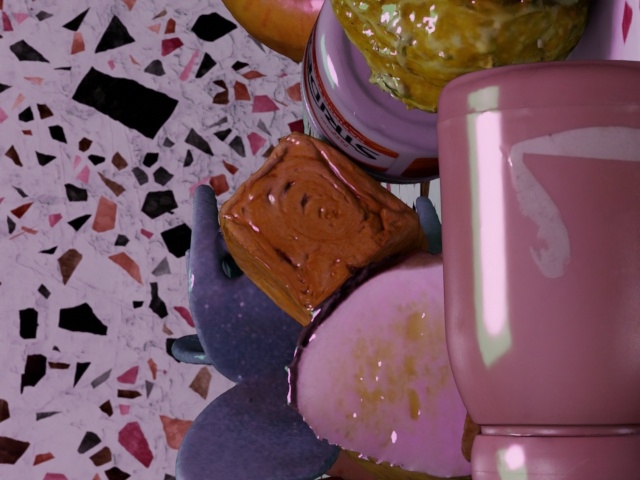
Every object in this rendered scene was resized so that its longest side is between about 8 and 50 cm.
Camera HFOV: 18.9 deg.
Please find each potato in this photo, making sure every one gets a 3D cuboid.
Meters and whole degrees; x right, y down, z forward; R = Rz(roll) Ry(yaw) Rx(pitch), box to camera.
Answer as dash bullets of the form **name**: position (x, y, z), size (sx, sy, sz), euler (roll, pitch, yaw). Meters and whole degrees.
- **potato**: position (0.104, 0.128, 1.747), size (0.266, 0.229, 0.229), euler (31, -123, -73)

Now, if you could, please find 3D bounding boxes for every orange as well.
- **orange**: position (0.106, -0.245, 1.537), size (0.300, 0.223, 0.301), euler (-90, 3, -59)

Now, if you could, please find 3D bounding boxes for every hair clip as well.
- **hair clip**: position (0.005, 0.084, 2.015), size (0.392, 0.318, 0.238), euler (-100, 13, -70)

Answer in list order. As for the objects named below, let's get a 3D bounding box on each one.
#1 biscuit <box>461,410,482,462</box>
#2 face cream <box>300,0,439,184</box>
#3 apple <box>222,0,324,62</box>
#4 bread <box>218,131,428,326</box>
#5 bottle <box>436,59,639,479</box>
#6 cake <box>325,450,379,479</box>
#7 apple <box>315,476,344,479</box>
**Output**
- **biscuit**: position (0.150, 0.057, 1.480), size (0.208, 0.041, 0.290), euler (-66, -14, -52)
- **face cream**: position (0.087, -0.162, 1.764), size (0.187, 0.201, 0.201), euler (130, 140, -80)
- **apple**: position (0.022, -0.335, 2.064), size (0.275, 0.299, 0.299), euler (-39, -44, -61)
- **bread**: position (0.000, 0.000, 1.806), size (0.149, 0.158, 0.143), euler (-51, -17, -12)
- **bottle**: position (0.172, 0.040, 1.211), size (0.206, 0.173, 0.296), euler (-5, 83, 50)
- **cake**: position (0.046, 0.213, 2.081), size (0.109, 0.225, 0.090), euler (-122, 47, -73)
- **apple**: position (0.007, 0.428, 2.172), size (0.288, 0.288, 0.316), euler (-124, 45, -79)
